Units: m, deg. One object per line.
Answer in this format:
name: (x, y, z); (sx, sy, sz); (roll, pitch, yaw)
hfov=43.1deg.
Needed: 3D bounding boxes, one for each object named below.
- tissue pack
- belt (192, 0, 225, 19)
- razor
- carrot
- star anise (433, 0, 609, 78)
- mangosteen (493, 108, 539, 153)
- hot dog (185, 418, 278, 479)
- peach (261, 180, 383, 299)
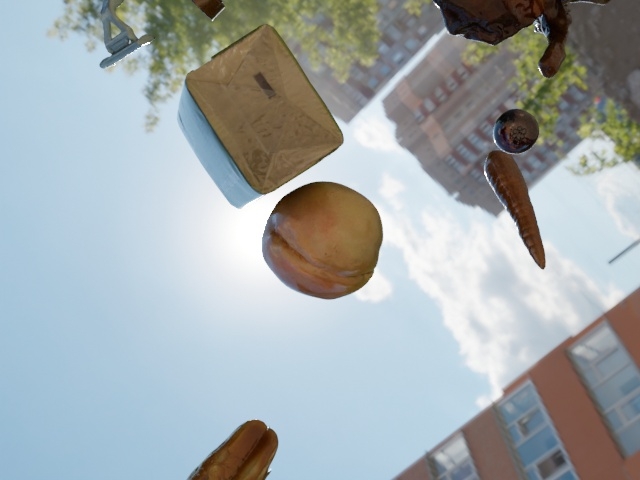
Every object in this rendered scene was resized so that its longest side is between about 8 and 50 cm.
tissue pack: (-0.102, -0.173, 1.231); (0.200, 0.167, 0.275); (56, 167, -5)
belt: (-0.184, -0.381, 1.247); (0.083, 0.036, 0.059); (48, -170, 6)
razor: (-0.312, -0.415, 1.266); (0.056, 0.111, 0.277); (10, -107, -44)
carrot: (0.279, -0.045, 1.139); (0.048, 0.048, 0.216); (26, -143, -40)
star anise: (0.166, -0.199, 0.608); (0.111, 0.212, 0.196); (60, 175, -17)
mangosteen: (0.345, -0.194, 1.432); (0.081, 0.081, 0.081); (38, -157, -19)
hot dog: (-0.162, 0.415, 1.406); (0.109, 0.072, 0.269); (42, -127, 5)
peach: (0.000, 0.000, 1.217); (0.184, 0.184, 0.184); (38, -157, -19)
